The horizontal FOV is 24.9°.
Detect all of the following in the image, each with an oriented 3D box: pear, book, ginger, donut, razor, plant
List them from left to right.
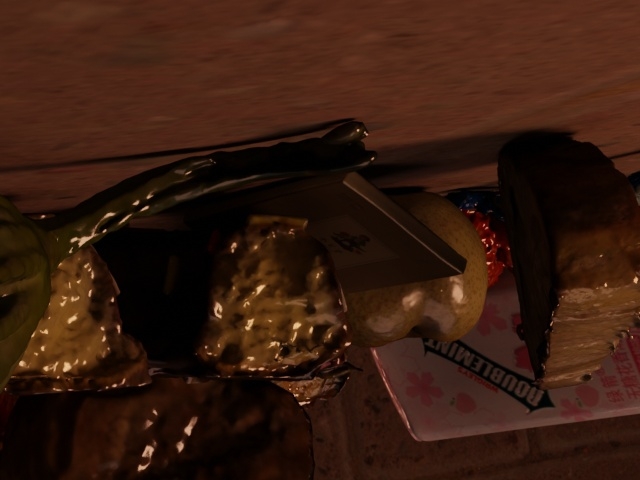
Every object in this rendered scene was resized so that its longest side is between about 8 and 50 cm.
[{"bbox_3d":[-0.161,0.033,0.802,0.333,0.180,0.251,-9,-171,-40],"label":"plant"},{"bbox_3d":[-0.165,0.047,1.082,0.345,0.136,0.259,3,176,-34],"label":"donut"},{"bbox_3d":[-0.150,0.204,1.288,0.269,0.200,0.223,29,154,0],"label":"ginger"},{"bbox_3d":[0.000,0.000,1.138,0.138,0.016,0.198,37,149,-31],"label":"book"},{"bbox_3d":[0.061,0.027,1.281,0.167,0.137,0.167,-7,178,0],"label":"pear"},{"bbox_3d":[0.252,-0.043,1.249,0.093,0.056,0.324,-2,174,-37],"label":"razor"}]

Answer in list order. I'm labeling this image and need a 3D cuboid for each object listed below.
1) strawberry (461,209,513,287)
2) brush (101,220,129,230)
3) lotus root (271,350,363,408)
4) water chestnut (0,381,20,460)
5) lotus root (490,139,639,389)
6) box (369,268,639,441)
[{"bbox_3d":[0.085,0.016,1.463,0.228,0.098,0.174,-8,176,0],"label":"strawberry"},{"bbox_3d":[-0.235,0.006,1.335,0.090,0.017,0.314,-6,175,-25],"label":"brush"},{"bbox_3d":[-0.048,0.087,1.393,0.154,0.154,0.278,-6,-153,-22],"label":"lotus root"},{"bbox_3d":[-0.492,0.180,1.642,0.350,0.302,0.350,6,143,4],"label":"water chestnut"},{"bbox_3d":[0.175,0.011,1.059,0.074,0.170,0.261,-14,166,-2],"label":"lotus root"},{"bbox_3d":[0.239,0.103,1.545,0.369,0.190,0.112,-14,-160,36],"label":"box"}]
